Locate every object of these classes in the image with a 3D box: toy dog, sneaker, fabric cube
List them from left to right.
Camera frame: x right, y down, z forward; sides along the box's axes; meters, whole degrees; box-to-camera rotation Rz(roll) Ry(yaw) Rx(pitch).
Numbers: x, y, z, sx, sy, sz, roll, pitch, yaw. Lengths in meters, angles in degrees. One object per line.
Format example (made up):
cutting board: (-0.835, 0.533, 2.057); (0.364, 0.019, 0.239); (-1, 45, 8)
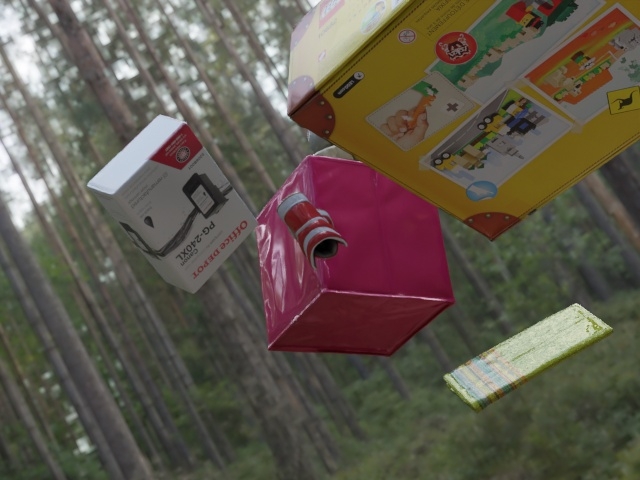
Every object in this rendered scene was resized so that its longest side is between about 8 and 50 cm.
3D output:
sneaker: (0.000, 0.000, 1.117); (0.042, 0.067, 0.118); (-39, -22, 4)
fabric cube: (0.054, 0.035, 2.044); (0.259, 0.258, 0.254); (6, -30, -25)
toy dog: (0.080, -0.194, 2.185); (0.161, 0.220, 0.334); (-24, 2, 20)

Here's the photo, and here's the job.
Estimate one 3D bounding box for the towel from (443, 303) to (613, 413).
towel: (0.301, 0.170, 1.690); (0.237, 0.102, 0.021); (-28, -61, -10)

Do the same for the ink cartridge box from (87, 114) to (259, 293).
ink cartridge box: (-0.148, -0.036, 1.203); (0.109, 0.063, 0.150); (-48, -54, -19)

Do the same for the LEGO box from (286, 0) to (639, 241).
LEGO box: (0.254, -0.265, 1.451); (0.372, 0.193, 0.500); (29, -48, -28)
